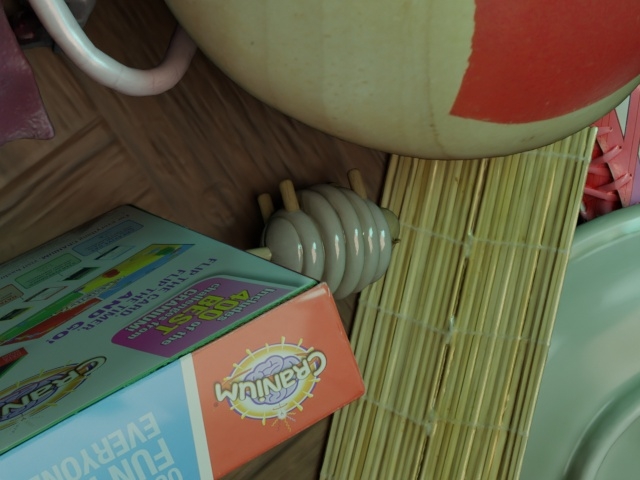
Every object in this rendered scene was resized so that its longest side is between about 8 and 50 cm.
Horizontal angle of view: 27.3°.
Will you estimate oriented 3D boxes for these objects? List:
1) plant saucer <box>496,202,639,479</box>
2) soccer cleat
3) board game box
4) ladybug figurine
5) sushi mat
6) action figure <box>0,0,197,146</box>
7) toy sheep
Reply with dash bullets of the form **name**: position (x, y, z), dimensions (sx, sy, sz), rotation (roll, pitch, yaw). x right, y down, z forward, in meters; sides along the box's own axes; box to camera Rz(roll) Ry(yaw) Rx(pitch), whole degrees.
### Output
- **plant saucer**: position (0.273, 0.168, 1.006), dimensions (0.400, 0.100, 0.401), rotation (-5, 112, -12)
- **soccer cleat**: position (0.239, -0.037, 1.013), dimensions (0.116, 0.108, 0.318), rotation (-48, 118, -14)
- **board game box**: position (-0.153, 0.076, 0.726), dimensions (0.242, 0.316, 0.064), rotation (-28, 109, -18)
- **ladybug figurine**: position (0.098, -0.212, 0.801), dimensions (0.449, 0.162, 0.305), rotation (-27, 80, -43)
- **sushi mat**: position (0.094, 0.060, 0.950), dimensions (0.019, 0.151, 0.317), rotation (5, 98, -66)
- **action figure**: position (-0.245, -0.171, 0.639), dimensions (0.370, 0.275, 0.248), rotation (68, 26, -52)
- **toy sheep**: position (0.000, 0.000, 0.917), dimensions (0.132, 0.091, 0.091), rotation (-11, 103, -29)
